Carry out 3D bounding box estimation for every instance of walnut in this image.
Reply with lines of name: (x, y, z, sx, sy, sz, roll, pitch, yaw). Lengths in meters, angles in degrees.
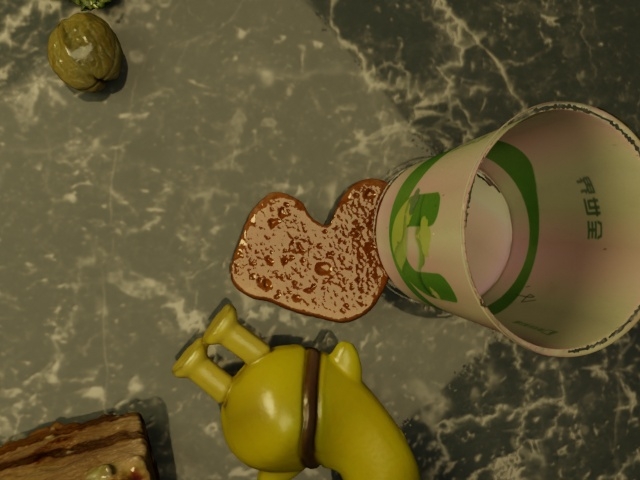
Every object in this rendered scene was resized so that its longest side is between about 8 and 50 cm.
walnut: (-0.274, -0.218, 1.098, 0.092, 0.092, 0.092, 0, 89, -7)

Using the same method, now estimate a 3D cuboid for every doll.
doll: (0.004, 0.221, 1.097, 0.363, 0.145, 0.199, 40, 99, -9)

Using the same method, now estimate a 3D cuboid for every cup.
cup: (0.202, -0.013, 1.044, 0.253, 0.274, 0.253, 0, 91, -21)

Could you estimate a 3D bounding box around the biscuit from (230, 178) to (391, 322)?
biscuit: (0.000, 0.000, 1.151, 0.192, 0.036, 0.186, 17, 85, -7)

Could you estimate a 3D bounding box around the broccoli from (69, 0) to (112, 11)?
broccoli: (-0.281, -0.311, 1.039, 0.118, 0.204, 0.122, -36, 103, 8)

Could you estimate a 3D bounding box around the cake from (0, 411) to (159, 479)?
cake: (-0.260, 0.316, 0.988, 0.196, 0.293, 0.199, -10, 95, -8)
